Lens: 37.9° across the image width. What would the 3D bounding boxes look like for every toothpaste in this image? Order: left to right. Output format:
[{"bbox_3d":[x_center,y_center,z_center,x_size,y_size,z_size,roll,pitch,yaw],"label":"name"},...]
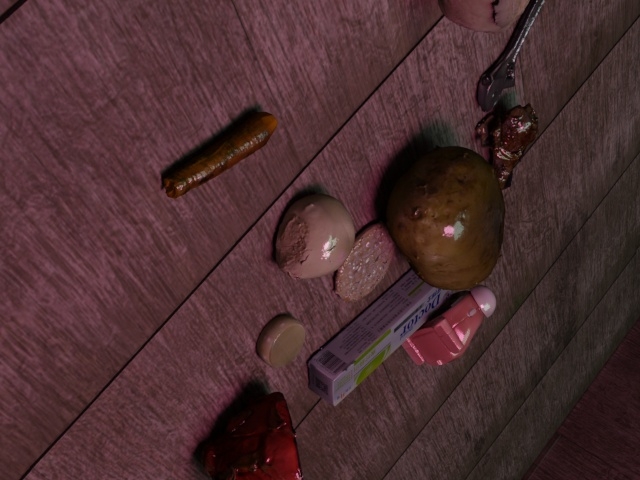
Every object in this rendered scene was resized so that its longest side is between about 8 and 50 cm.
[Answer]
[{"bbox_3d":[0.114,0.153,1.667,0.337,0.067,0.081,-38,146,-30],"label":"toothpaste"}]

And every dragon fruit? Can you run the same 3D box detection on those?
[{"bbox_3d":[-0.106,0.353,1.447,0.148,0.224,0.218,-12,94,-9],"label":"dragon fruit"}]

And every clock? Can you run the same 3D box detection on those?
[{"bbox_3d":[0.251,0.160,1.781,0.162,0.092,0.166,-41,-174,-36],"label":"clock"}]

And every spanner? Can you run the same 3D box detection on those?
[{"bbox_3d":[0.350,-0.369,1.597,0.093,0.026,0.325,13,104,-57],"label":"spanner"}]

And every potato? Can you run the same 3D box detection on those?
[{"bbox_3d":[0.212,-0.029,1.543,0.307,0.173,0.210,63,44,-56],"label":"potato"}]

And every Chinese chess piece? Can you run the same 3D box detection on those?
[{"bbox_3d":[-0.062,0.156,1.452,0.084,0.034,0.084,-32,138,-35],"label":"Chinese chess piece"}]

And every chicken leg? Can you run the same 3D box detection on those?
[{"bbox_3d":[0.342,-0.174,1.712,0.125,0.080,0.196,-38,152,-13],"label":"chicken leg"}]

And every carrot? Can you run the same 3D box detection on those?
[{"bbox_3d":[-0.121,-0.105,1.140,0.171,0.042,0.042,-37,143,-29],"label":"carrot"}]

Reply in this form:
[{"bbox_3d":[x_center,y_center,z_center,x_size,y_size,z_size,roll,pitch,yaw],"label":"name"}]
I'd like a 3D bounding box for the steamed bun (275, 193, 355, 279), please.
[{"bbox_3d":[0.000,0.000,1.349,0.112,0.091,0.129,-6,120,-55],"label":"steamed bun"}]

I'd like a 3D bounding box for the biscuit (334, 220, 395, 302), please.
[{"bbox_3d":[0.076,0.037,1.556,0.152,0.020,0.152,-35,142,-32],"label":"biscuit"}]

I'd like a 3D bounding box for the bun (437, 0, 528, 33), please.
[{"bbox_3d":[0.241,-0.411,1.285,0.239,0.141,0.239,-58,165,-26],"label":"bun"}]
